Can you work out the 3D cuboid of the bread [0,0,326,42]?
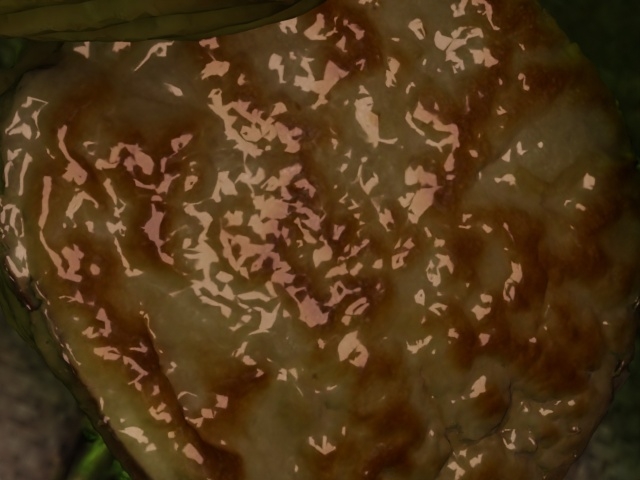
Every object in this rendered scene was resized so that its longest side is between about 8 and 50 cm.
[{"bbox_3d":[-0.050,-0.163,0.413,0.253,0.142,0.227,-49,123,-34],"label":"bread"}]

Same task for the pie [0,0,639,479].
[{"bbox_3d":[0.000,0.000,0.525,0.179,0.084,0.205,-43,106,-19],"label":"pie"}]
